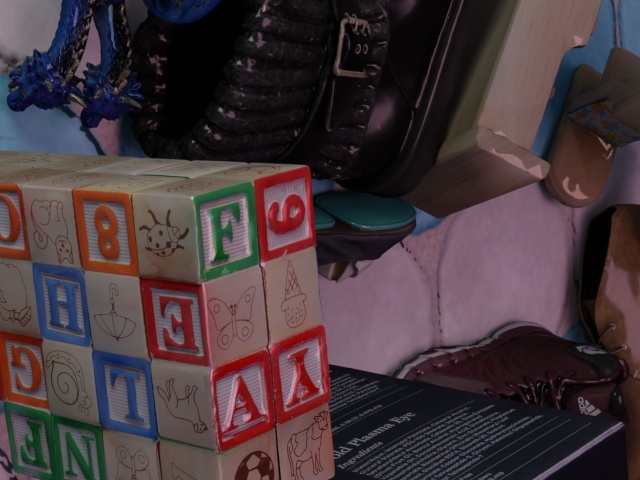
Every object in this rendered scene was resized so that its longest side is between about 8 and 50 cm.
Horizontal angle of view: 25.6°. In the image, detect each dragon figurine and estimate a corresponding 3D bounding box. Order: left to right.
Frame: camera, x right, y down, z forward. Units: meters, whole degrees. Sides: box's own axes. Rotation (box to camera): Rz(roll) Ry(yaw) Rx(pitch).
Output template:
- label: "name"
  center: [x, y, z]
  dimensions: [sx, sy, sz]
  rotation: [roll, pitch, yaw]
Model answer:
- label: "dragon figurine"
  center: [-0.100, -0.190, 0.880]
  dimensions: [0.085, 0.289, 0.144]
  rotation: [11, 49, -50]

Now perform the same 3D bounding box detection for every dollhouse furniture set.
- label: "dollhouse furniture set"
  center: [0.294, -0.088, 1.226]
  dimensions: [0.394, 0.362, 0.256]
  rotation: [27, 72, -17]

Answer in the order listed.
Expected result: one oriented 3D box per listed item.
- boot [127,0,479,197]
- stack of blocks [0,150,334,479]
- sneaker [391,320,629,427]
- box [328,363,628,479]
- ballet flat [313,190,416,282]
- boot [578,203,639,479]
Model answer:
- label: "boot"
  center: [0.002, -0.204, 1.041]
  dimensions: [0.260, 0.131, 0.347]
  rotation: [11, 87, -48]
- label: "stack of blocks"
  center: [-0.138, 0.042, 0.794]
  dimensions: [0.087, 0.297, 0.171]
  rotation: [-18, 109, -47]
- label: "sneaker"
  center: [0.179, 0.144, 1.252]
  dimensions: [0.281, 0.163, 0.106]
  rotation: [-25, 113, -43]
- label: "box"
  center: [0.054, 0.288, 1.023]
  dimensions: [0.179, 0.313, 0.343]
  rotation: [-21, 111, -45]
- label: "ballet flat"
  center: [0.000, 0.000, 1.119]
  dimensions: [0.203, 0.074, 0.074]
  rotation: [-6, 99, -53]
- label: "boot"
  center: [0.309, 0.111, 1.458]
  dimensions: [0.115, 0.112, 0.305]
  rotation: [12, 82, -27]
